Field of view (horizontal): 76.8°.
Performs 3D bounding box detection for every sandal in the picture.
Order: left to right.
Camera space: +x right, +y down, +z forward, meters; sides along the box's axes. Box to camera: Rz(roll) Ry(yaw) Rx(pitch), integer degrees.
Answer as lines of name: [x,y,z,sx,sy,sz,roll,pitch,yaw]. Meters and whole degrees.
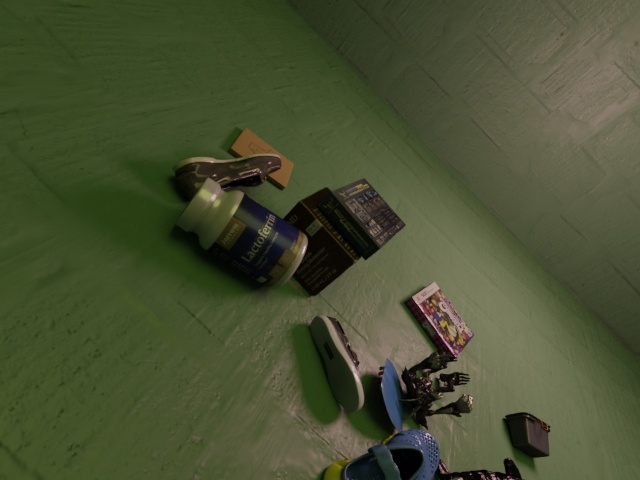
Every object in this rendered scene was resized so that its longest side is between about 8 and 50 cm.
sandal: [0.159,0.450,0.799,0.317,0.138,0.126,6,48,-48]

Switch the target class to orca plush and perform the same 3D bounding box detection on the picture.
orca plush: [0.416,0.560,0.956,0.287,0.151,0.102,19,73,4]

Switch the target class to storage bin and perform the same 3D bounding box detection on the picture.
storage bin: [0.649,0.601,1.241,0.135,0.098,0.091,34,45,-20]

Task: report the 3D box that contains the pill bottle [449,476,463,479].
pill bottle: [0.291,0.602,0.793,0.124,0.124,0.221,11,48,-43]

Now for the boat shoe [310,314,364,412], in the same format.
boat shoe: [0.051,0.274,0.926,0.076,0.080,0.228,7,42,-43]

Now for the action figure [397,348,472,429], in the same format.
action figure: [0.303,0.370,1.046,0.276,0.141,0.164,-12,76,-55]

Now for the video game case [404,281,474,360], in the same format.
video game case: [0.405,0.265,1.362,0.210,0.042,0.232,-15,66,-53]

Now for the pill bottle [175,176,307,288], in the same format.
pill bottle: [-0.174,-0.017,0.905,0.265,0.153,0.153,33,35,-18]

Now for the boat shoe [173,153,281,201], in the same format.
boat shoe: [-0.225,-0.164,1.062,0.335,0.112,0.095,-17,86,-49]

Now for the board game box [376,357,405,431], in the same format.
board game box: [0.162,0.372,0.971,0.133,0.033,0.168,67,21,-10]

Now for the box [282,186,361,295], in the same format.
box: [0.000,0.000,1.068,0.203,0.168,0.167,47,32,2]

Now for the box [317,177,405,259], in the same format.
box: [0.116,-0.065,1.060,0.183,0.059,0.233,50,31,4]

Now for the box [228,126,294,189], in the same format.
box: [-0.181,-0.262,1.282,0.201,0.021,0.164,34,34,-17]
